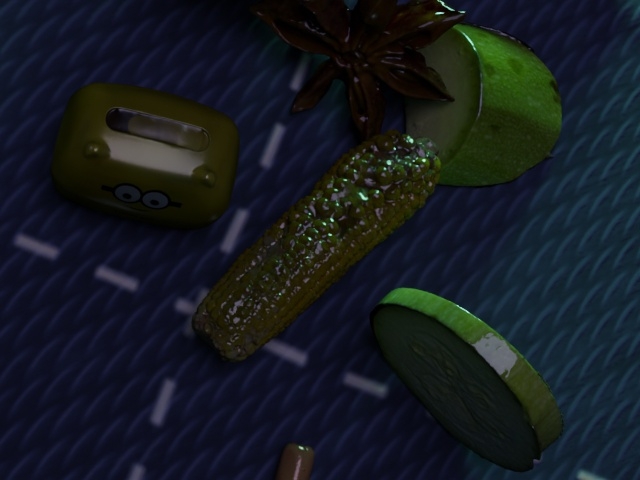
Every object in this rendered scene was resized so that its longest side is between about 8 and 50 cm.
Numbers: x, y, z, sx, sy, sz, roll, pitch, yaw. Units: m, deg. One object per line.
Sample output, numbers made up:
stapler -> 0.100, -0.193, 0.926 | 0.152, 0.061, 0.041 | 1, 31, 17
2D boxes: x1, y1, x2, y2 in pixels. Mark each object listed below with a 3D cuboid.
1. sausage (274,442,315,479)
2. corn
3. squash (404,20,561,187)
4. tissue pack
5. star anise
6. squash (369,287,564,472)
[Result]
sausage -> -0.029, 0.238, 1.525 | 0.034, 0.034, 0.083 | 19, 69, -10
corn -> 0.000, 0.000, 1.570 | 0.097, 0.097, 0.320 | 47, 70, 1
squash -> 0.184, -0.158, 1.667 | 0.184, 0.085, 0.192 | -1, 77, -15
tissue pack -> -0.168, -0.084, 1.528 | 0.178, 0.127, 0.123 | 14, 69, -12
star anise -> 0.048, -0.204, 1.612 | 0.212, 0.196, 0.111 | 48, 40, -12
squash -> 0.140, 0.128, 1.505 | 0.041, 0.219, 0.219 | -43, 89, -21
